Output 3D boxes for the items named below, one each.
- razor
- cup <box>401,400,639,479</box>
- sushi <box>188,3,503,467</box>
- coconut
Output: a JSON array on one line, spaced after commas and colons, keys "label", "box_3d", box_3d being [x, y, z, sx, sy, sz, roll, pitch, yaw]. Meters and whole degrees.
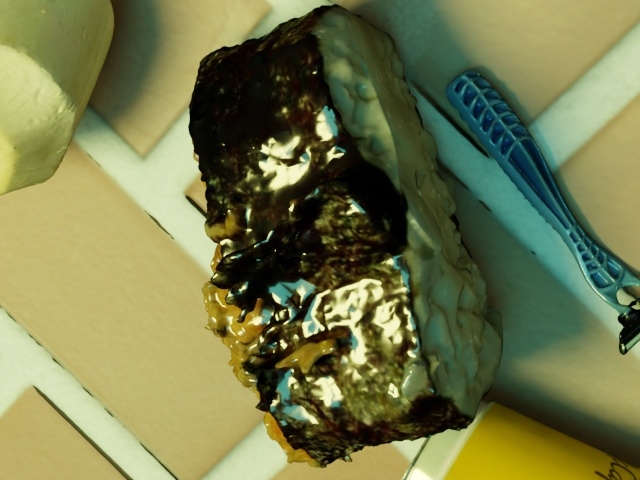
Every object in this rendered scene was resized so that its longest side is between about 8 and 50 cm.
[{"label": "razor", "box_3d": [0.185, -0.030, 1.025, 0.082, 0.042, 0.253, -40, 93, -17]}, {"label": "cup", "box_3d": [0.203, 0.245, 1.043, 0.279, 0.196, 0.196, 30, 115, 15]}, {"label": "sushi", "box_3d": [0.000, 0.000, 0.982, 0.207, 0.234, 0.349, -18, 86, 24]}, {"label": "coconut", "box_3d": [-0.284, -0.153, 1.043, 0.241, 0.241, 0.241, 6, 110, 16]}]
